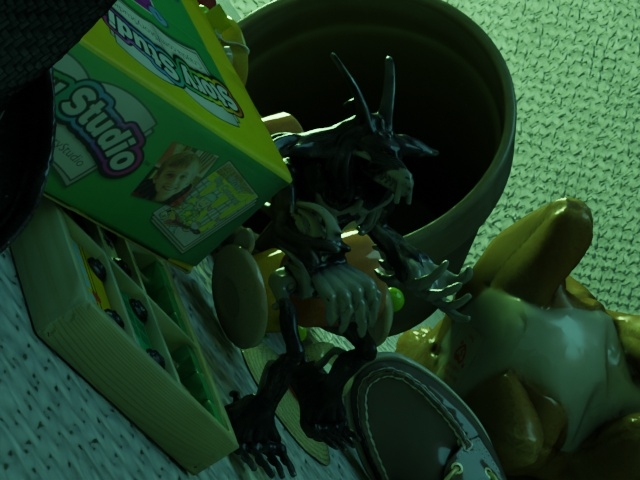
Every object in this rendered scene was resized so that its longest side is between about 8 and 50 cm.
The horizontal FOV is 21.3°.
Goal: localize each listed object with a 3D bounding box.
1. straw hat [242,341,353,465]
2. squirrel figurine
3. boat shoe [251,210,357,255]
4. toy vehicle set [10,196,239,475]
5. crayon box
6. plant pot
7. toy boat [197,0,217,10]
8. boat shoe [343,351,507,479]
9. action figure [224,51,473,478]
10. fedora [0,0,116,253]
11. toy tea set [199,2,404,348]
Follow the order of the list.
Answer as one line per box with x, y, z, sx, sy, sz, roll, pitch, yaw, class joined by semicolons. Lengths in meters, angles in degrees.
-0.006;0.119;1.444;0.144;0.061;0.144;55;6;-9;straw hat
0.281;0.194;1.825;0.370;0.397;0.281;24;60;-23;squirrel figurine
0.000;0.000;1.477;0.072;0.190;0.068;29;13;-38;boat shoe
-0.143;0.008;1.076;0.166;0.035;0.267;50;9;-43;toy vehicle set
-0.206;-0.176;1.019;0.363;0.106;0.313;32;24;-51;crayon box
0.039;-0.049;1.705;0.323;0.323;0.280;60;-8;31;plant pot
-0.182;-0.199;1.489;0.231;0.151;0.151;56;38;-62;toy boat
0.125;0.249;1.553;0.324;0.116;0.097;61;3;-6;boat shoe
0.023;0.021;1.146;0.164;0.276;0.141;-6;29;-44;action figure
-0.182;-0.144;0.642;0.334;0.152;0.334;40;36;-36;fedora
-0.029;-0.034;1.381;0.336;0.124;0.200;61;-34;31;toy tea set
